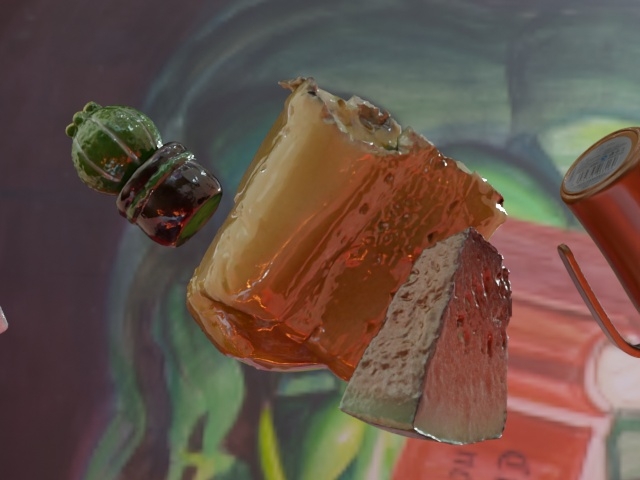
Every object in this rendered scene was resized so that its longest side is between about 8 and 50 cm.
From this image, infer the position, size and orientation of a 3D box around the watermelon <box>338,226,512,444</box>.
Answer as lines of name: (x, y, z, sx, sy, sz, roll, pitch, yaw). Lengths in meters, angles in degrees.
watermelon: (0.147, 0.112, 1.522, 0.193, 0.140, 0.256, 24, 79, -54)

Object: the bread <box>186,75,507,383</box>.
bread: (0.000, 0.000, 1.703, 0.394, 0.361, 0.250, -56, -142, 9)

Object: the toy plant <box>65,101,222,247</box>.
toy plant: (-0.179, -0.071, 1.250, 0.093, 0.162, 0.093, -49, 170, -11)

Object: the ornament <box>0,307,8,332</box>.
ornament: (-0.461, 0.016, 1.117, 0.240, 0.239, 0.239, 2, -63, 56)

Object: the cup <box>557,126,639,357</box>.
cup: (0.408, 0.010, 1.570, 0.264, 0.226, 0.182, 46, -3, -16)
